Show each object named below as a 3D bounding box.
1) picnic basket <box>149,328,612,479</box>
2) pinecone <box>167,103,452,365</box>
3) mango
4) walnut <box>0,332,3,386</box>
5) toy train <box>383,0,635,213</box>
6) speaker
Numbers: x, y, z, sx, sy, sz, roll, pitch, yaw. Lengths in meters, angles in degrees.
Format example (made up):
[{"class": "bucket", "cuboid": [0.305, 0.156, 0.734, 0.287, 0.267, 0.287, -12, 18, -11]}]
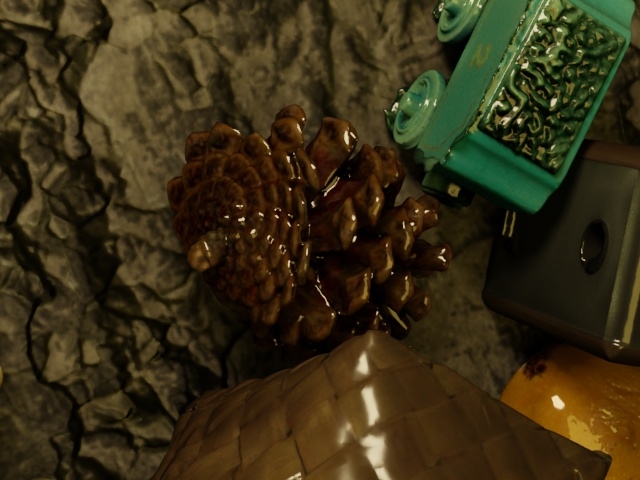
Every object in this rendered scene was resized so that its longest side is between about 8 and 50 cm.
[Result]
[{"class": "picnic basket", "cuboid": [0.006, 0.260, 1.038, 0.293, 0.337, 0.337, 29, 89, -20]}, {"class": "pinecone", "cuboid": [-0.001, 0.001, 1.107, 0.168, 0.212, 0.186, -31, 63, 21]}, {"class": "mango", "cuboid": [0.268, 0.193, 1.240, 0.295, 0.120, 0.177, 36, 79, -19]}, {"class": "walnut", "cuboid": [-0.314, 0.085, 1.079, 0.170, 0.069, 0.143, -6, 100, -14]}, {"class": "toy train", "cuboid": [0.142, -0.120, 1.135, 0.112, 0.163, 0.203, 24, 88, -20]}, {"class": "speaker", "cuboid": [0.252, 0.008, 1.149, 0.192, 0.231, 0.153, 10, 94, -18]}]
